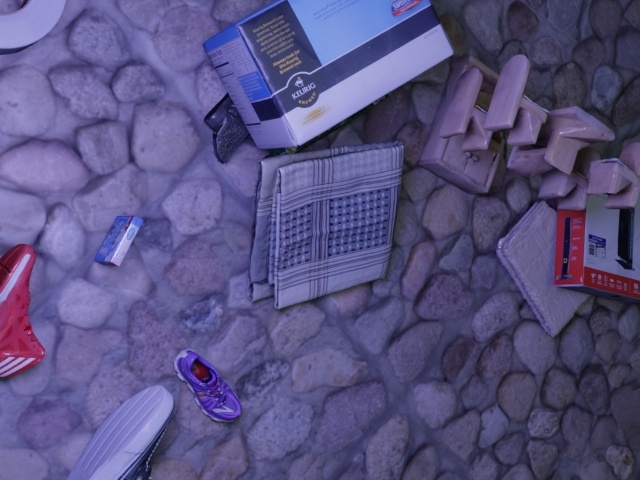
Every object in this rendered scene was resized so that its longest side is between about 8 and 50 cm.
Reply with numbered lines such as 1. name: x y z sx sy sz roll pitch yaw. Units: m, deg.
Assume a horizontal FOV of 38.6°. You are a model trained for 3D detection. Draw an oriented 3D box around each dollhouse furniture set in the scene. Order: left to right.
1. dollhouse furniture set: 0.413 -0.248 1.850 0.362 0.394 0.256 26 77 -28

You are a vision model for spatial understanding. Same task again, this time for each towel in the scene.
1. towel: 0.014 -0.028 1.735 0.324 0.056 0.312 -11 124 -28
2. towel: 0.526 0.065 2.120 0.187 0.049 0.282 -43 112 -23

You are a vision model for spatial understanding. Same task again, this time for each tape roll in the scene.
1. tape roll: -0.529 -0.414 1.478 0.219 0.072 0.219 0 90 -32

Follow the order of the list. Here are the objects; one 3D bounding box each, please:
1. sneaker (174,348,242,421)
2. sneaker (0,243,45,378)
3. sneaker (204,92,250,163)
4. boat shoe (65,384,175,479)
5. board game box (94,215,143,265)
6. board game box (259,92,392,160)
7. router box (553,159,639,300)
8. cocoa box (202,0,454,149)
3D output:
1. sneaker: -0.203 0.272 1.674 0.068 0.071 0.170 -48 113 -21
2. sneaker: -0.499 0.123 1.504 0.128 0.087 0.221 32 87 -36
3. sneaker: -0.154 -0.232 1.716 0.170 0.051 0.089 -49 113 -16
4. boat shoe: -0.350 0.406 1.575 0.119 0.121 0.335 43 81 -32
5. board game box: -0.349 0.000 1.574 0.020 0.090 0.090 32 74 -29
6. board game box: 0.008 -0.216 1.760 0.259 0.136 0.030 -33 93 -27
7. router box: 0.692 -0.017 2.160 0.335 0.082 0.301 12 79 -37
8. cocoa box: 0.009 -0.343 1.623 0.347 0.231 0.228 -33 105 -17
